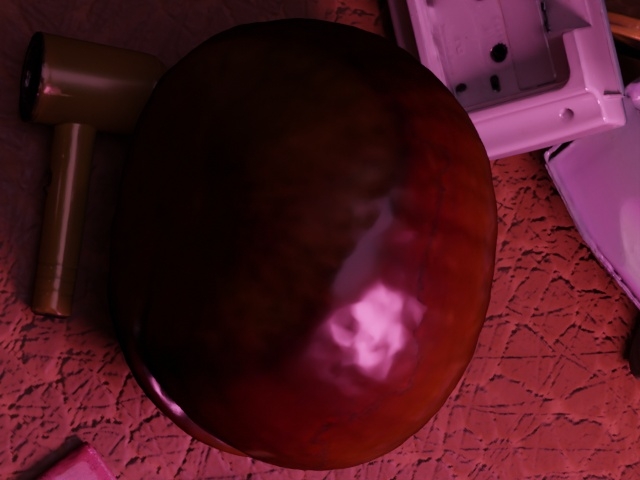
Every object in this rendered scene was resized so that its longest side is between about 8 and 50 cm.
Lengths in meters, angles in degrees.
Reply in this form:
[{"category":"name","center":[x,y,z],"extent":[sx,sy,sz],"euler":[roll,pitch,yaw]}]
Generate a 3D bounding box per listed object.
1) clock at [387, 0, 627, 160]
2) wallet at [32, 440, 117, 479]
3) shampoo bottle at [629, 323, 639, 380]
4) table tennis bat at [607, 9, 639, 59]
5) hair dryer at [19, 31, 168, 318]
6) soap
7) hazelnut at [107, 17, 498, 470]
[{"category":"clock","center":[0.186,-0.223,1.617],"extent":[0.116,0.231,0.262],"euler":[-10,87,-63]},{"category":"wallet","center":[-0.286,0.310,1.469],"extent":[0.232,0.025,0.119],"euler":[-37,99,-23]},{"category":"shampoo bottle","center":[0.484,0.165,1.785],"extent":[0.234,0.087,0.118],"euler":[31,65,-18]},{"category":"table tennis bat","center":[0.301,-0.247,1.711],"extent":[0.321,0.198,0.050],"euler":[17,93,1]},{"category":"hair dryer","center":[-0.239,-0.060,1.506],"extent":[0.135,0.090,0.279],"euler":[9,87,-25]},{"category":"soap","center":[0.468,0.012,1.698],"extent":[0.446,0.156,0.261],"euler":[51,44,2]},{"category":"hazelnut","center":[0.000,0.000,1.437],"extent":[0.402,0.402,0.429],"euler":[11,73,-22]}]
